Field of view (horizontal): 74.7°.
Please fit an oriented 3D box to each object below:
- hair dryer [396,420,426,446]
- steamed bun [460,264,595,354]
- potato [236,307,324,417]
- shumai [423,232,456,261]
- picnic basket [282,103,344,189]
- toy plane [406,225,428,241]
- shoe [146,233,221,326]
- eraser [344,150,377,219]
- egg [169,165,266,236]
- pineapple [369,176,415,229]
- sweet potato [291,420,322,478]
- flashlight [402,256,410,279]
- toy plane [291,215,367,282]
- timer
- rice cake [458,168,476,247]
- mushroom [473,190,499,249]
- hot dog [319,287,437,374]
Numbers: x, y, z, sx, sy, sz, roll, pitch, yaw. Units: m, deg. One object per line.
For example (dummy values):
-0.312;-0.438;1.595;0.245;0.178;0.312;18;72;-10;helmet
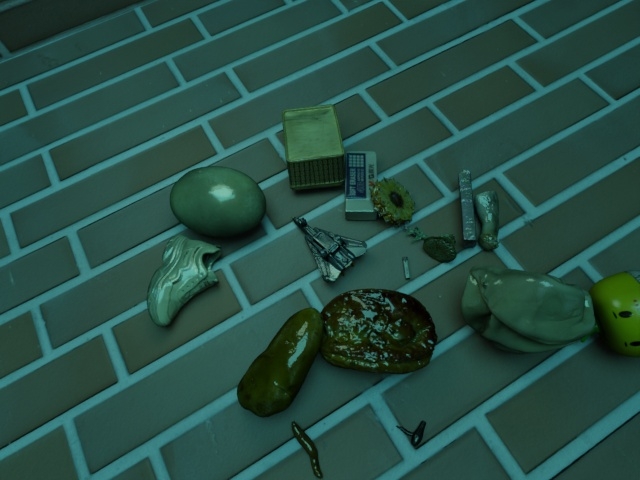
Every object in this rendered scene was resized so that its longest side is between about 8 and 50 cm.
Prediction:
0.277;0.579;1.290;0.083;0.031;0.079;22;57;21;hair dryer
0.611;0.222;1.289;0.343;0.368;0.255;17;89;-30;steamed bun
-0.108;0.374;1.299;0.176;0.195;0.369;34;85;12;potato
0.442;0.012;1.515;0.124;0.099;0.087;30;53;13;shumai
-0.027;-0.367;1.648;0.228;0.175;0.312;-7;55;-1;picnic basket
0.363;-0.024;1.561;0.083;0.033;0.080;19;53;11;toy plane
-0.463;0.140;1.467;0.211;0.132;0.341;6;62;8;shoe
0.156;-0.216;1.633;0.124;0.081;0.278;1;65;2;eraser
-0.372;-0.141;1.528;0.352;0.258;0.258;2;65;9;egg
0.277;-0.143;1.566;0.221;0.047;0.221;14;61;-28;pineapple
-0.036;0.628;1.271;0.044;0.044;0.179;-30;74;-11;sweet potato
0.310;0.099;1.513;0.018;0.018;0.083;-4;65;3;flashlight
-0.001;-0.006;1.530;0.204;0.103;0.316;-42;70;-15;toy plane
0.921;0.241;1.304;0.285;0.285;0.285;-1;65;2;timer
0.544;-0.115;1.556;0.050;0.106;0.297;-5;64;19;rice cake
0.619;-0.072;1.546;0.081;0.092;0.223;-10;68;38;mushroom
0.179;0.296;1.342;0.388;0.174;0.266;2;63;5;hot dog
